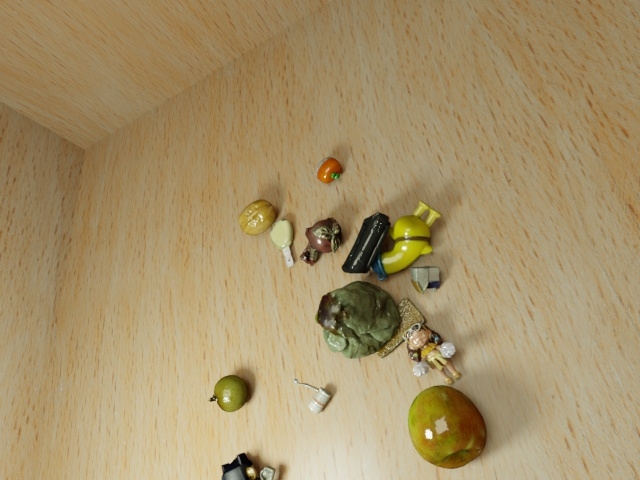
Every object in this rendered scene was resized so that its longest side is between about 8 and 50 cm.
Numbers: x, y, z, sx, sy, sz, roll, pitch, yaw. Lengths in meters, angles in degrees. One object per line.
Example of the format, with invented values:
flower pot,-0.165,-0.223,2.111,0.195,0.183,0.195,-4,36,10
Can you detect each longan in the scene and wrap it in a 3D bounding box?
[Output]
longan,-0.400,0.668,1.828,0.155,0.176,0.144,5,113,66

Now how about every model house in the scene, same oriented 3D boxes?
model house,0.411,0.153,1.647,0.101,0.088,0.100,-4,90,-5

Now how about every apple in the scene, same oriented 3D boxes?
apple,0.411,0.603,1.382,0.246,0.246,0.226,-32,38,14

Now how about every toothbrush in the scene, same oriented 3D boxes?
toothbrush,-0.061,0.606,1.754,0.132,0.011,0.013,10,96,32

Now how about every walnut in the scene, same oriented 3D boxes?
walnut,-0.321,-0.116,2.137,0.207,0.159,0.159,-37,55,4

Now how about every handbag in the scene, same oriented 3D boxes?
handbag,0.187,0.018,1.761,0.088,0.244,0.274,25,83,-8

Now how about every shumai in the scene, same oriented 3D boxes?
shumai,0.123,0.290,1.584,0.305,0.263,0.308,1,75,23

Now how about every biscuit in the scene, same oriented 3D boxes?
biscuit,0.292,0.345,1.658,0.237,0.026,0.131,-43,52,8

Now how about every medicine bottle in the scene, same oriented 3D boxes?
medicine bottle,-0.002,0.638,1.678,0.057,0.057,0.089,33,88,36

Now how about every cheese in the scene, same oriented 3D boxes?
cheese,-0.178,0.019,2.055,0.127,0.050,0.255,-27,58,17

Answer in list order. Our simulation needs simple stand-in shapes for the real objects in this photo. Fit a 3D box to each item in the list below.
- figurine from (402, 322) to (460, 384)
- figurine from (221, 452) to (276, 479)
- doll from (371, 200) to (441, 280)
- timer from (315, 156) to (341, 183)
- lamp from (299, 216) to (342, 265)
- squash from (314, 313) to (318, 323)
figurine,0.398,0.404,1.516,0.175,0.116,0.240,-43,61,10
figurine,-0.294,0.987,1.641,0.309,0.143,0.308,-4,65,8
doll,0.345,0.016,1.705,0.199,0.145,0.362,38,99,22
timer,0.048,-0.336,2.058,0.136,0.099,0.136,-4,80,28
lamp,0.012,0.003,1.909,0.223,0.151,0.214,138,150,-64
squash,0.071,0.324,1.771,0.201,0.066,0.066,-7,65,21
